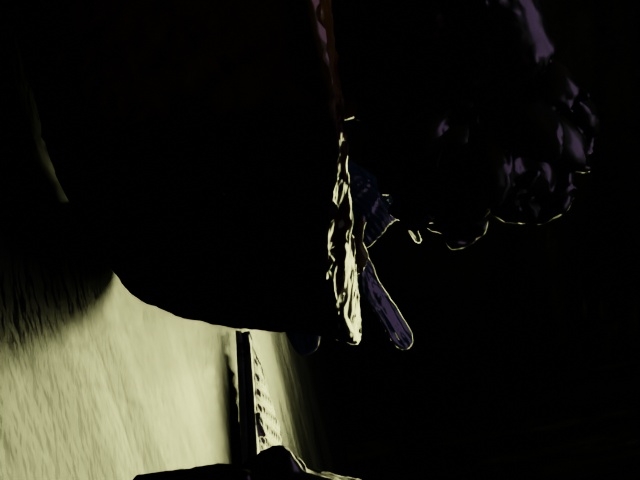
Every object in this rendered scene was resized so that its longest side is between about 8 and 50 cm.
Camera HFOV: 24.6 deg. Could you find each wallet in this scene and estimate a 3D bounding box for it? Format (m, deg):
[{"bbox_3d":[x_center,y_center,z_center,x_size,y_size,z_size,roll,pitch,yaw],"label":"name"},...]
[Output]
[{"bbox_3d":[-0.040,0.158,1.022,0.196,0.020,0.103,-98,177,-58],"label":"wallet"}]

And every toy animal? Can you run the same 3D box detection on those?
[{"bbox_3d":[0.000,0.000,1.426,0.239,0.255,0.176,-45,166,-41],"label":"toy animal"}]

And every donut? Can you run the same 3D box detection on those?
[{"bbox_3d":[-0.045,-0.053,0.530,0.151,0.112,0.295,-94,173,-57],"label":"donut"}]

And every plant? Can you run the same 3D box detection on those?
[{"bbox_3d":[0.050,-0.068,0.569,0.143,0.094,0.092,67,-8,-24],"label":"plant"}]

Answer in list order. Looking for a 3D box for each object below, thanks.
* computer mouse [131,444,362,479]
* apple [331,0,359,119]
[{"bbox_3d":[-0.020,0.111,0.442,0.192,0.106,0.062,93,1,-67],"label":"computer mouse"},{"bbox_3d":[-0.007,-0.146,0.699,0.237,0.237,0.207,71,8,-82],"label":"apple"}]
